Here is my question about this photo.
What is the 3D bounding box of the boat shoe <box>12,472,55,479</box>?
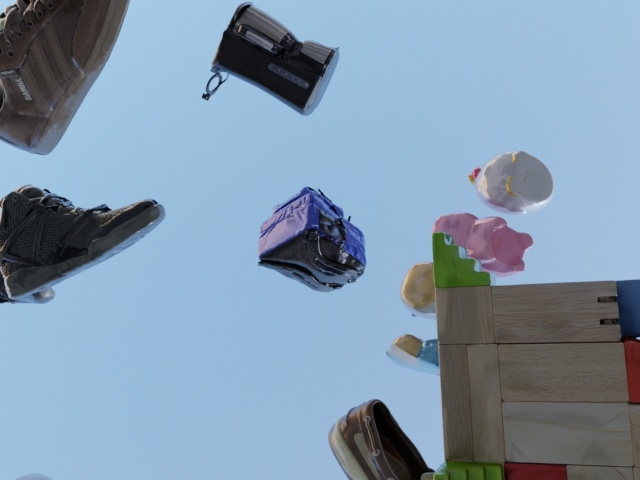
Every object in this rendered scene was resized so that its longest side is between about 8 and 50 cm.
[{"bbox_3d":[-0.167,0.200,0.244,0.158,0.340,0.127,-31,-91,-12],"label":"boat shoe"}]

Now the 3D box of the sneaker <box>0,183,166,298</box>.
[{"bbox_3d":[-0.303,-0.025,0.814,0.227,0.087,0.130,-22,-86,17],"label":"sneaker"}]

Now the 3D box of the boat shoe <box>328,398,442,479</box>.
[{"bbox_3d":[0.111,0.302,0.791,0.257,0.095,0.095,50,-59,18],"label":"boat shoe"}]

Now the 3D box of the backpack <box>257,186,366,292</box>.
[{"bbox_3d":[0.000,0.000,0.818,0.098,0.120,0.101,-26,-137,36],"label":"backpack"}]

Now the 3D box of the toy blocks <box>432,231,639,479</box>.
[{"bbox_3d":[0.240,0.176,0.558,0.261,0.191,0.381,-5,-97,20],"label":"toy blocks"}]

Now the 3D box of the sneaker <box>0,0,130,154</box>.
[{"bbox_3d":[-0.184,-0.132,0.449,0.188,0.071,0.066,-49,-141,32],"label":"sneaker"}]

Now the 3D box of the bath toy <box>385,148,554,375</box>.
[{"bbox_3d":[0.210,0.024,0.954,0.151,0.129,0.348,32,-109,-12],"label":"bath toy"}]

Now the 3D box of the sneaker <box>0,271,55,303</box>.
[{"bbox_3d":[-0.572,0.086,1.198,0.267,0.101,0.106,5,-142,38],"label":"sneaker"}]

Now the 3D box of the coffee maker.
[{"bbox_3d":[-0.078,-0.280,1.124,0.178,0.171,0.120,31,-141,4],"label":"coffee maker"}]
